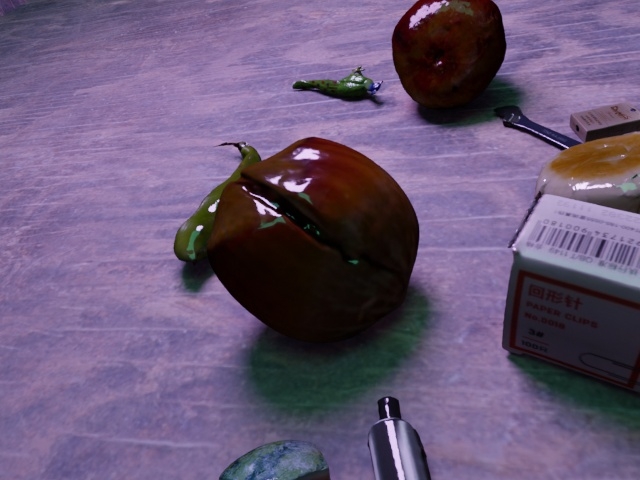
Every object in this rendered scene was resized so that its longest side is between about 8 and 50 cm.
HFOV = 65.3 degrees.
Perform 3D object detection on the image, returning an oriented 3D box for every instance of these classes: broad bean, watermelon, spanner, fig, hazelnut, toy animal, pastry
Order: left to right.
[{"bbox_3d":[-0.147,-0.067,0.755,0.098,0.056,0.318,-13,35,13],"label":"broad bean"},{"bbox_3d":[-0.030,0.201,0.407,0.084,0.092,0.072,-29,81,-2],"label":"watermelon"},{"bbox_3d":[0.000,-0.001,0.532,0.181,0.181,0.212,31,78,36],"label":"hazelnut"},{"bbox_3d":[0.042,-0.312,0.979,0.217,0.041,0.075,19,53,39],"label":"toy animal"},{"bbox_3d":[0.202,-0.335,0.876,0.190,0.191,0.290,-16,24,0],"label":"fig"},{"bbox_3d":[0.333,-0.159,0.736,0.046,0.012,0.208,-27,42,-14],"label":"spanner"},{"bbox_3d":[0.325,-0.061,0.555,0.166,0.088,0.166,-21,26,11],"label":"pastry"}]

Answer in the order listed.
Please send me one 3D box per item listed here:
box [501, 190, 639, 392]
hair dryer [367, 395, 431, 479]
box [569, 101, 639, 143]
[{"bbox_3d":[0.259,0.053,0.433,0.182,0.133,0.099,19,51,31],"label":"box"},{"bbox_3d":[0.121,0.202,0.302,0.320,0.156,0.284,-14,51,15],"label":"hair dryer"},{"bbox_3d":[0.409,-0.169,0.714,0.083,0.024,0.053,-10,42,5],"label":"box"}]
